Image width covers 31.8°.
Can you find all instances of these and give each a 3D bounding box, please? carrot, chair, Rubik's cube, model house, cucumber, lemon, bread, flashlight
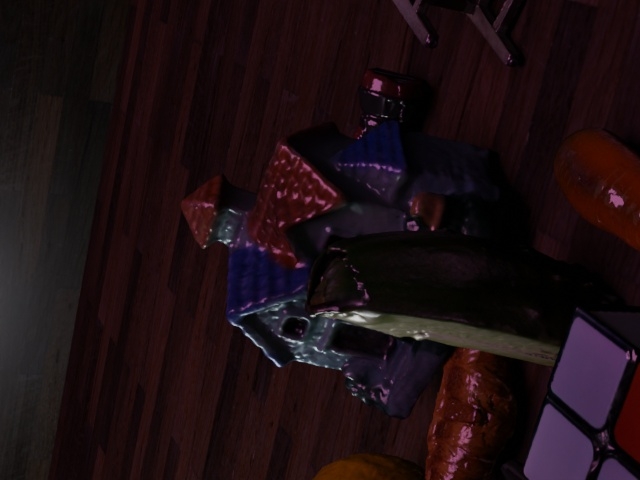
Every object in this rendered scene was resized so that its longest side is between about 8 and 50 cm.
[{"bbox_3d":[0.295,-0.038,1.073,0.193,0.087,0.087,56,133,49],"label":"carrot"},{"bbox_3d":[0.157,-0.339,1.338,0.147,0.136,0.270,-65,31,31],"label":"chair"},{"bbox_3d":[0.300,0.164,0.919,0.180,0.183,0.167,-135,54,-59],"label":"Rubik's cube"},{"bbox_3d":[0.000,0.000,1.327,0.251,0.329,0.295,-85,17,-51],"label":"model house"},{"bbox_3d":[0.147,0.048,1.089,0.105,0.325,0.145,-41,43,53],"label":"cucumber"},{"bbox_3d":[0.061,0.350,1.342,0.231,0.192,0.192,-12,75,55],"label":"lemon"},{"bbox_3d":[0.176,0.186,1.265,0.105,0.076,0.233,-11,67,65],"label":"bread"},{"bbox_3d":[0.075,-0.111,1.514,0.093,0.093,0.231,40,121,58],"label":"flashlight"}]

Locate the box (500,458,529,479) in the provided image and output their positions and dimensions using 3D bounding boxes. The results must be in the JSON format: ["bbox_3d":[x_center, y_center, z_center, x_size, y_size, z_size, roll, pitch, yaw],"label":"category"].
[{"bbox_3d":[0.258,0.289,0.991,0.042,0.201,0.212,-43,29,-4],"label":"box"}]
